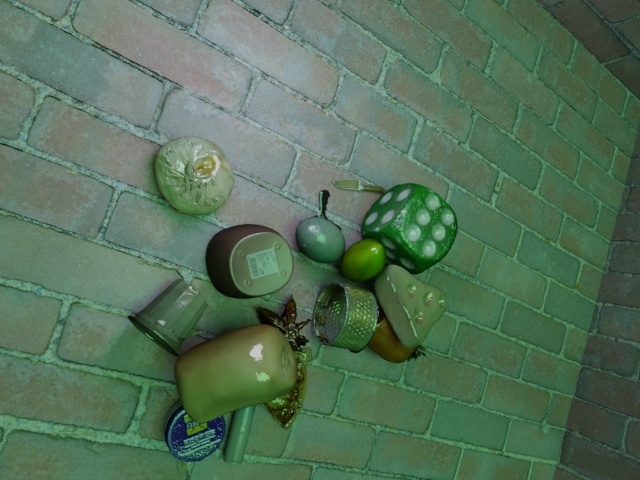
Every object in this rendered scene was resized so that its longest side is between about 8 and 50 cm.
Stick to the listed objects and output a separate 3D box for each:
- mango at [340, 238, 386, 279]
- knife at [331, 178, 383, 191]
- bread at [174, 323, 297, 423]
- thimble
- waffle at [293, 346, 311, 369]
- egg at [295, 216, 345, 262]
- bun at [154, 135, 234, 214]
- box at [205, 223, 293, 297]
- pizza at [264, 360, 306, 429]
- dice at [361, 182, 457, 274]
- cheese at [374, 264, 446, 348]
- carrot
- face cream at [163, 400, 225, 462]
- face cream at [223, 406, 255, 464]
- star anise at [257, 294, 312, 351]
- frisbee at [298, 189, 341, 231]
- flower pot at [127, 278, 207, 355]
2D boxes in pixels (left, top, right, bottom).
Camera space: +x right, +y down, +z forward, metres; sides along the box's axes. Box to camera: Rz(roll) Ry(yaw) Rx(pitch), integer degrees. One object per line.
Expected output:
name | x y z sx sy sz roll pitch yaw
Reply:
mango | 0.180 0.074 1.821 0.192 0.343 0.156 -41 88 -13
knife | 0.161 -0.239 1.972 0.256 0.022 0.046 3 97 -24
bread | -0.289 0.433 1.525 0.376 0.348 0.252 -23 88 10
thimble | 0.094 0.304 1.818 0.150 0.271 0.270 17 84 -27
waffle | -0.097 0.489 1.859 0.135 0.021 0.092 -1 91 -27
egg | 0.000 0.000 1.806 0.237 0.169 0.169 30 77 -39
bun | -0.427 -0.226 1.586 0.288 0.146 0.287 -3 95 -29
box | -0.250 0.078 1.655 0.301 0.216 0.300 -1 92 -26
pizza | -0.143 0.604 1.776 0.229 0.081 0.289 16 90 -41
dice | 0.373 -0.052 1.938 0.287 0.300 0.297 44 72 -20
cheese | 0.376 0.226 1.901 0.351 0.130 0.328 -35 96 -46
carrot | 0.309 0.418 1.981 0.331 0.214 0.193 42 114 -19
face cream | -0.450 0.665 1.623 0.206 0.111 0.205 0 91 -28
face cream | -0.301 0.705 1.723 0.077 0.077 0.249 17 83 -28
star anise | -0.166 0.372 1.756 0.238 0.148 0.346 24 82 -5
frisbee | -0.007 -0.086 1.892 0.188 0.012 0.210 -28 106 -24
flower pot | -0.496 0.256 1.547 0.212 0.212 0.202 52 59 -20
